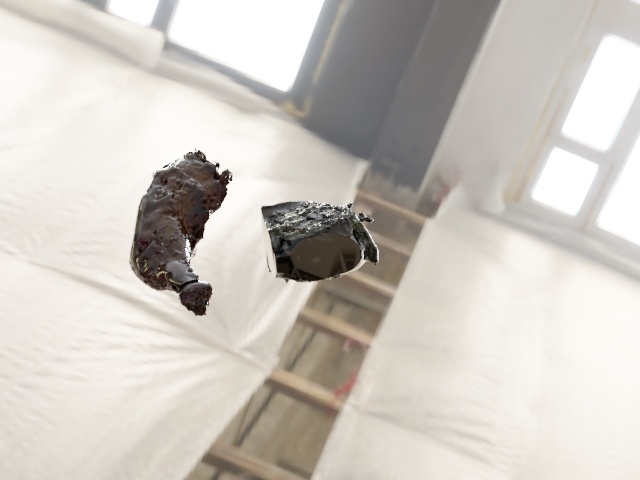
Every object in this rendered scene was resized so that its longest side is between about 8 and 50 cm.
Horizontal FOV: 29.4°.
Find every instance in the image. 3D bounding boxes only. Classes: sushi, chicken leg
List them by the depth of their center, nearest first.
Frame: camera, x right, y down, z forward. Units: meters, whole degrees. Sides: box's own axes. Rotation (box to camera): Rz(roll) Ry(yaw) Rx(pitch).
[{"bbox_3d":[-0.107,-0.005,0.916,0.053,0.093,0.205,44,-151,-35],"label":"chicken leg"},{"bbox_3d":[0.000,0.000,0.961,0.085,0.056,0.083,-8,-169,-6],"label":"sushi"}]
